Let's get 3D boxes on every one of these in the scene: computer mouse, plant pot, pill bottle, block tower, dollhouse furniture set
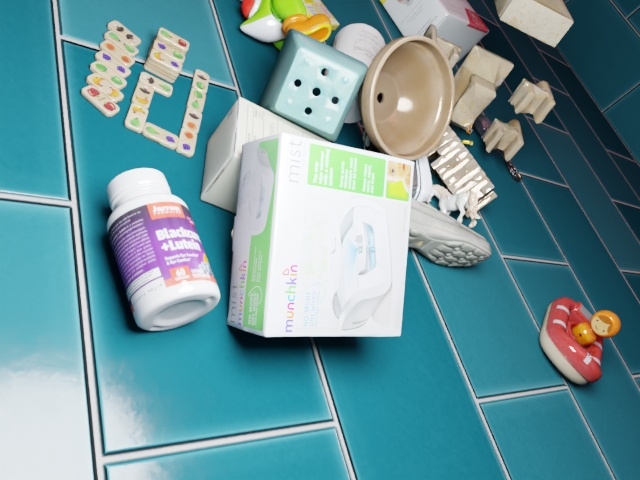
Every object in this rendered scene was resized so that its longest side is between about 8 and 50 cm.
[{"bbox_3d":[0.541,-0.283,1.685,0.242,0.041,0.071,52,30,-4],"label":"computer mouse"},{"bbox_3d":[-0.011,-0.270,1.000,0.165,0.166,0.234,22,15,-11],"label":"plant pot"},{"bbox_3d":[0.153,-0.285,1.129,0.237,0.238,0.109,4,10,-40],"label":"plant pot"},{"bbox_3d":[-0.209,0.007,0.719,0.108,0.108,0.194,-4,60,-44],"label":"pill bottle"},{"bbox_3d":[0.293,-0.217,1.357,0.336,0.091,0.097,56,9,10],"label":"block tower"},{"bbox_3d":[0.445,-0.487,1.480,0.361,0.394,0.257,22,43,-10],"label":"dollhouse furniture set"},{"bbox_3d":[0.076,-0.382,1.288,0.131,0.131,0.229,29,49,-20],"label":"pill bottle"}]

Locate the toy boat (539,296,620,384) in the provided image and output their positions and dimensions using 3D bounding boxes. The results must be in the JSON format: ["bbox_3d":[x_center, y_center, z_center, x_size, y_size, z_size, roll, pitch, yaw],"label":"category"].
[{"bbox_3d":[0.590,0.207,1.241,0.151,0.151,0.231,46,39,0],"label":"toy boat"}]

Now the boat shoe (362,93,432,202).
[{"bbox_3d":[0.156,-0.227,1.242,0.119,0.121,0.335,13,50,-35],"label":"boat shoe"}]

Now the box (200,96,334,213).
[{"bbox_3d":[-0.035,-0.097,0.956,0.311,0.121,0.148,23,45,-27],"label":"box"}]

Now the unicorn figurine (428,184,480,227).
[{"bbox_3d":[0.292,-0.079,1.263,0.060,0.161,0.111,0,85,-48],"label":"unicorn figurine"}]

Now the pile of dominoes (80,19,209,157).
[{"bbox_3d":[-0.282,-0.274,0.949,0.195,0.040,0.251,24,44,-26],"label":"pile of dominoes"}]

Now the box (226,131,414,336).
[{"bbox_3d":[0.000,0.000,0.804,0.231,0.126,0.262,7,87,-34],"label":"box"}]

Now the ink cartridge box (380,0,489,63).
[{"bbox_3d":[0.346,-0.805,1.876,0.279,0.160,0.385,-7,63,-46],"label":"ink cartridge box"}]

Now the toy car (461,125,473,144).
[{"bbox_3d":[0.426,-0.326,1.627,0.040,0.060,0.122,12,34,7],"label":"toy car"}]

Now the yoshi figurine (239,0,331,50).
[{"bbox_3d":[-0.084,-0.561,1.273,0.362,0.203,0.203,58,24,17],"label":"yoshi figurine"}]

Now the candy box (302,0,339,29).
[{"bbox_3d":[-0.044,-0.643,1.490,0.206,0.027,0.105,53,37,7],"label":"candy box"}]

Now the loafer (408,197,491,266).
[{"bbox_3d":[0.221,-0.029,1.140,0.319,0.112,0.112,20,54,-29],"label":"loafer"}]
